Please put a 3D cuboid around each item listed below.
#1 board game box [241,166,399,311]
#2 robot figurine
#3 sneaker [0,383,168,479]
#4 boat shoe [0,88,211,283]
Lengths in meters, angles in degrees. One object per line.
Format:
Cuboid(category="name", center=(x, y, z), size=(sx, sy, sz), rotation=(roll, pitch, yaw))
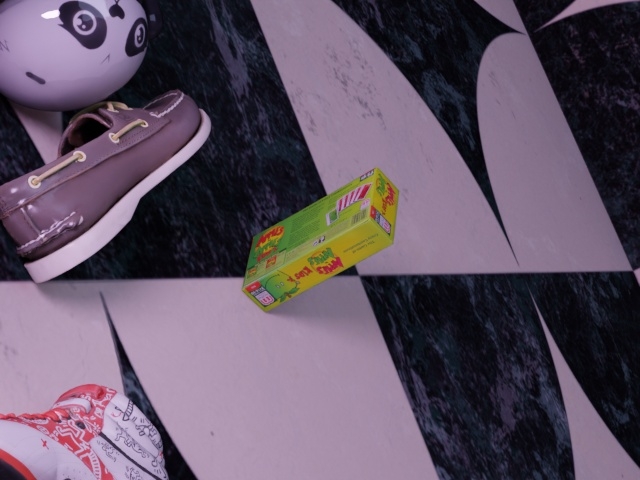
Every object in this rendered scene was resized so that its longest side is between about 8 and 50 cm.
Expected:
Cuboid(category="board game box", center=(0.000, 0.000, 1.581), size=(0.043, 0.181, 0.092), rotation=(46, 32, -27))
Cuboid(category="robot figurine", center=(-0.266, -0.262, 1.389), size=(0.173, 0.209, 0.278), rotation=(95, -22, -69))
Cuboid(category="sneaker", center=(-0.229, 0.170, 1.166), size=(0.270, 0.090, 0.145), rotation=(35, 30, -35))
Cuboid(category="boat shoe", center=(-0.207, -0.080, 1.393), size=(0.097, 0.116, 0.324), rotation=(56, 34, -15))
